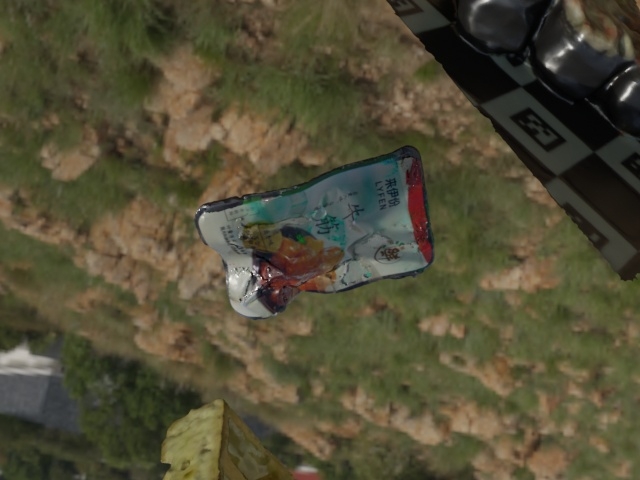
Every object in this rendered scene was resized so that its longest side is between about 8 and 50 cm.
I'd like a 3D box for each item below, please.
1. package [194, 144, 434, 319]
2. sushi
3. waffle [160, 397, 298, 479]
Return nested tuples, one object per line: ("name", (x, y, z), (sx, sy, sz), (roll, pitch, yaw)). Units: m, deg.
("package", (0.000, 0.000, 0.995), (0.232, 0.040, 0.166), (-13, 129, -3))
("sushi", (0.200, -0.139, 0.680), (0.320, 0.339, 0.068), (-7, 144, -43))
("waffle", (-0.031, 0.225, 0.605), (0.057, 0.274, 0.168), (-36, 110, 9))
